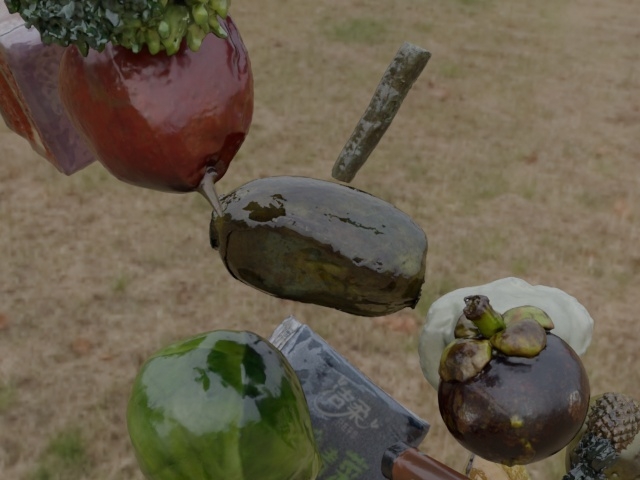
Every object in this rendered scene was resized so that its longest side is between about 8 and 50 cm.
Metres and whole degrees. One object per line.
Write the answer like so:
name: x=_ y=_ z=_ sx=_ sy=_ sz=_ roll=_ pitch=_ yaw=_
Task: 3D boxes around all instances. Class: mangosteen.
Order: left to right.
mangosteen: x=0.231 y=0.161 z=1.168 sx=0.192 sy=0.217 sz=0.192 roll=-14 pitch=21 yaw=5

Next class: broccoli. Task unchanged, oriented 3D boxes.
broccoli: x=-0.183 y=-0.275 z=0.883 sx=0.274 sy=0.397 sz=0.353 roll=27 pitch=39 yaw=0

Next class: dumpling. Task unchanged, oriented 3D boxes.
dumpling: x=0.257 y=0.135 z=1.338 sx=0.250 sy=0.162 sz=0.132 roll=-18 pitch=-2 yaw=10

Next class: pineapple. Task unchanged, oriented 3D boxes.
pineapple: x=0.369 y=0.278 z=1.265 sx=0.074 sy=0.074 sz=0.159 roll=19 pitch=56 yaw=34

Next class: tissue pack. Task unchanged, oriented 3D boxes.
tissue pack: x=-0.057 y=0.353 z=1.451 sx=0.288 sy=0.394 sz=0.124 roll=42 pitch=-7 yaw=-21

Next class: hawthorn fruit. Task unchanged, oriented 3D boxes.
hawthorn fruit: x=-0.145 y=-0.134 z=0.931 sx=0.189 sy=0.251 sz=0.189 roll=-25 pitch=-4 yaw=-2

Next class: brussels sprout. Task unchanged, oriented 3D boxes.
brussels sprout: x=-0.118 y=0.236 z=1.233 sx=0.210 sy=0.271 sz=0.219 roll=-32 pitch=31 yaw=16

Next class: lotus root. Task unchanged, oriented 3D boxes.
lotus root: x=0.000 y=0.000 z=1.185 sx=0.274 sy=0.160 sz=0.152 roll=13 pitch=58 yaw=-1

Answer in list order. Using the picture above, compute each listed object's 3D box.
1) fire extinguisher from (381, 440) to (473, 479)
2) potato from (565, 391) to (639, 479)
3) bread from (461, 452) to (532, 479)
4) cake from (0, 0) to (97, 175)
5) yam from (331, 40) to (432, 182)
fire extinguisher: x=0.142 y=0.274 z=1.047 sx=0.062 sy=0.050 sz=0.177 roll=-1 pitch=12 yaw=-37
potato: x=0.439 y=0.313 z=1.433 sx=0.137 sy=0.155 sz=0.200 roll=42 pitch=28 yaw=9
bread: x=0.344 y=0.536 z=1.927 sx=0.162 sy=0.262 sz=0.204 roll=12 pitch=14 yaw=26
cake: x=-0.450 y=-0.301 z=1.648 sx=0.230 sy=0.309 sz=0.237 roll=-36 pitch=48 yaw=-22
yam: x=0.104 y=-0.223 z=1.680 sx=0.061 sy=0.274 sz=0.061 roll=28 pitch=13 yaw=-7
